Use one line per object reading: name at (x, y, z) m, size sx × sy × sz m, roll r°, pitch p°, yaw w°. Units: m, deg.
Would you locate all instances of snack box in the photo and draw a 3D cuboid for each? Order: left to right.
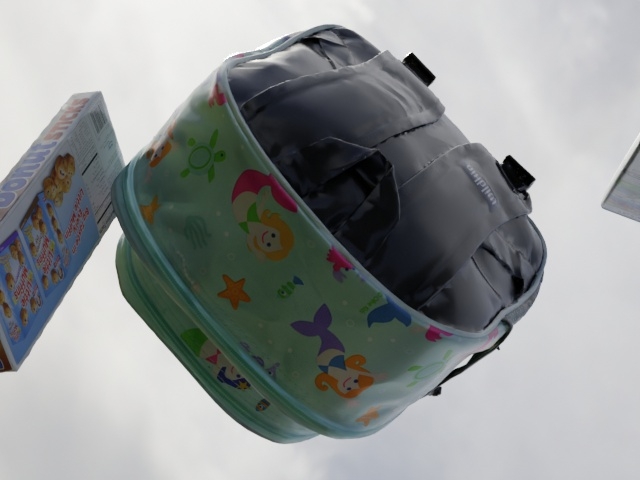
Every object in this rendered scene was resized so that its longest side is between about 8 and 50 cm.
snack box at (-0.139, -0.010, 0.702) m, size 0.022 × 0.178 × 0.064 m, roll -4°, pitch -60°, yaw 15°

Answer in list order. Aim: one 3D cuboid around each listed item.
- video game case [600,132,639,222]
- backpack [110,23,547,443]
video game case at (0.199, -0.014, 0.659) m, size 0.119 × 0.015 × 0.166 m, roll 21°, pitch -6°, yaw 8°
backpack at (0.000, 0.000, 0.786) m, size 0.191 × 0.253 × 0.225 m, roll -42°, pitch -93°, yaw 18°
